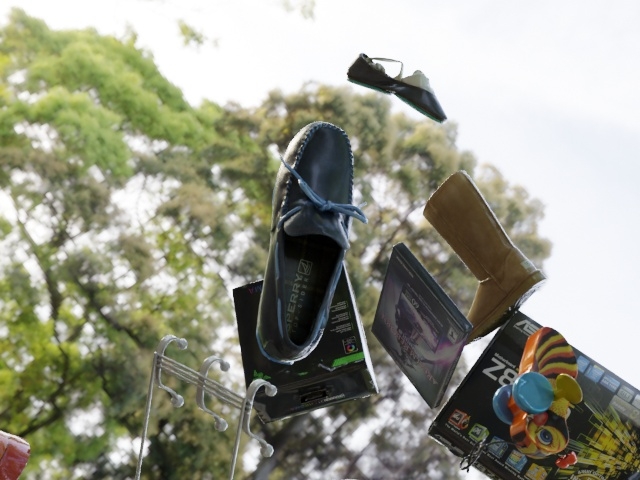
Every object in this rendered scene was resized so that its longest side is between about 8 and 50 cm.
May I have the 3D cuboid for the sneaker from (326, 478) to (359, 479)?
[{"bbox_3d":[-0.040,0.346,1.002,0.105,0.281,0.115,53,-14,41],"label":"sneaker"}]

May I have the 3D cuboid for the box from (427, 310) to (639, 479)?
[{"bbox_3d":[0.465,0.374,1.964,0.395,0.318,0.097,35,-23,13],"label":"box"}]

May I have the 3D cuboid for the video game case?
[{"bbox_3d":[0.169,0.154,1.698,0.196,0.026,0.274,52,-27,27],"label":"video game case"}]

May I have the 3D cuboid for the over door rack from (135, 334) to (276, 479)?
[{"bbox_3d":[-0.207,0.347,1.612,0.240,0.108,0.324,19,-87,38],"label":"over door rack"}]

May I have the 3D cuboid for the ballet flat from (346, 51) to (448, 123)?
[{"bbox_3d":[0.137,-0.268,1.662,0.203,0.074,0.074,29,-41,22],"label":"ballet flat"}]

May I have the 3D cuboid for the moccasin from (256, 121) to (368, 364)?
[{"bbox_3d":[0.000,0.000,1.332,0.117,0.138,0.341,156,-59,-71],"label":"moccasin"}]

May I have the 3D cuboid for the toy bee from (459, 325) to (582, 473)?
[{"bbox_3d":[0.369,0.304,1.655,0.162,0.298,0.195,36,-9,-1],"label":"toy bee"}]

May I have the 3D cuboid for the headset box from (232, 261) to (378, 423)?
[{"bbox_3d":[-0.034,0.211,1.975,0.131,0.247,0.283,69,8,-52],"label":"headset box"}]

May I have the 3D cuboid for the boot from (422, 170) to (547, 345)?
[{"bbox_3d":[0.290,0.038,1.909,0.236,0.089,0.269,-50,-114,31],"label":"boot"}]

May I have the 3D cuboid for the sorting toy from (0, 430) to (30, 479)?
[{"bbox_3d":[-0.426,0.305,1.059,0.127,0.365,0.126,-29,-64,11],"label":"sorting toy"}]
